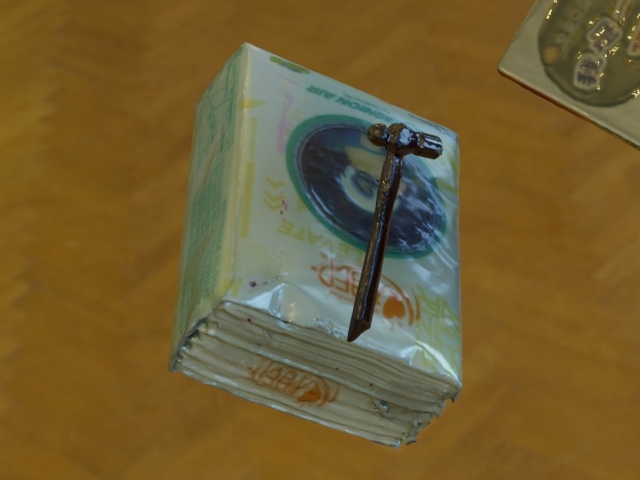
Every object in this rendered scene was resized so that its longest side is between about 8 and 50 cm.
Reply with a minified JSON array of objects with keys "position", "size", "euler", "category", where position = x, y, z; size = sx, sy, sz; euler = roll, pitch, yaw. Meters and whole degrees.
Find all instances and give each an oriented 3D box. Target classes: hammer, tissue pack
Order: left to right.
[{"position":[0.000,0.000,1.840],"size":[0.287,0.162,0.388],"euler":[21,43,-18],"category":"tissue pack"},{"position":[0.050,-0.004,1.347],"size":[0.065,0.178,0.021],"euler":[6,11,-29],"category":"hammer"}]

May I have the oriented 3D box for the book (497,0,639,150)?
[{"position":[0.371,-0.165,1.449],"size":[0.371,0.043,0.260],"euler":[30,84,18],"category":"book"}]
